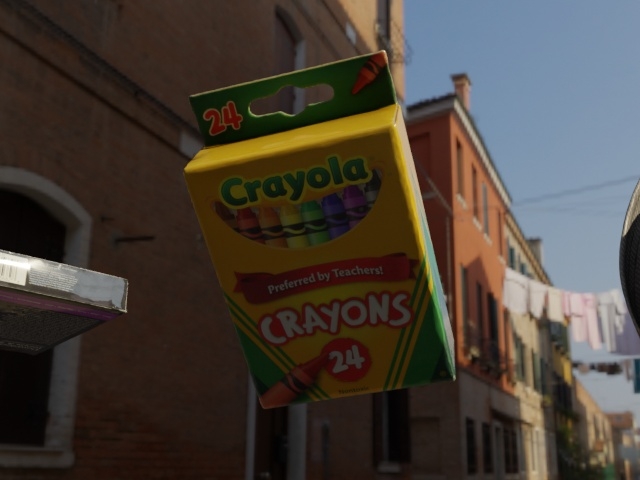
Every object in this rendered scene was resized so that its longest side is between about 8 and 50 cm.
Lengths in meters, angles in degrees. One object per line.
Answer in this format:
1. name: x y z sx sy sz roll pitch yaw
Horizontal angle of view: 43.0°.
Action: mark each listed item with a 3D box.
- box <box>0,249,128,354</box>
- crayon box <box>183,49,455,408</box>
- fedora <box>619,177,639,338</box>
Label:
1. box: -0.231 0.048 0.592 0.116 0.029 0.162 18 -30 -38
2. crayon box: 0.000 0.000 0.780 0.202 0.318 0.081 -12 21 13
3. fedora: 0.323 0.007 0.499 0.244 0.275 0.124 28 -21 8
